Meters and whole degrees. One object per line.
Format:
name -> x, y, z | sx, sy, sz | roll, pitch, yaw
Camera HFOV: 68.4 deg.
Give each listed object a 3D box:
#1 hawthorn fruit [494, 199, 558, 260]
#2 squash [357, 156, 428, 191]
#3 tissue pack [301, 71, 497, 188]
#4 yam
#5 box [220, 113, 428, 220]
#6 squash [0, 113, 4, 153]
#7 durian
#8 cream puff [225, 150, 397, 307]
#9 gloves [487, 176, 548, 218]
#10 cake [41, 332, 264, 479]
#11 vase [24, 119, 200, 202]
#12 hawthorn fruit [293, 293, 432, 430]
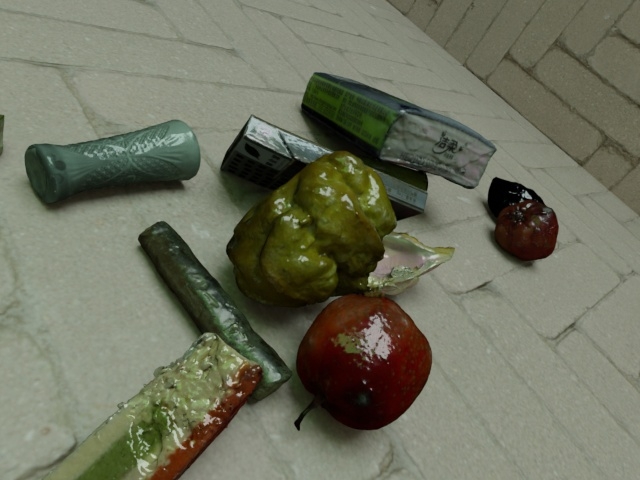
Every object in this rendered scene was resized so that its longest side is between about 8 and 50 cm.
hawthorn fruit -> 0.515, -0.015, 1.164 | 0.172, 0.148, 0.148 | 46, 26, -33
squash -> 0.132, -0.129, 1.020 | 0.187, 0.095, 0.095 | 12, 41, -24
tissue pack -> 0.159, -0.263, 1.071 | 0.287, 0.124, 0.394 | 8, 23, -32
yam -> -0.139, 0.079, 0.586 | 0.274, 0.061, 0.061 | 48, 37, 19
box -> 0.001, -0.104, 0.817 | 0.324, 0.180, 0.047 | 20, 76, -20
squash -> -0.508, -0.145, 0.535 | 0.250, 0.083, 0.083 | 10, 42, -34
durian -> 0.134, 0.045, 0.810 | 0.224, 0.078, 0.140 | -5, 40, -20
cream puff -> -0.010, -0.014, 0.653 | 0.196, 0.244, 0.244 | 33, 33, -27
gloves -> 0.561, -0.080, 1.290 | 0.203, 0.124, 0.165 | 12, 59, -17
cake -> -0.156, 0.191, 0.457 | 0.086, 0.117, 0.220 | 39, 68, 11
vase -> -0.286, -0.112, 0.665 | 0.096, 0.096, 0.219 | 46, 40, 17
hawthorn fruit -> 0.040, 0.157, 0.571 | 0.157, 0.157, 0.194 | 44, 55, 14
